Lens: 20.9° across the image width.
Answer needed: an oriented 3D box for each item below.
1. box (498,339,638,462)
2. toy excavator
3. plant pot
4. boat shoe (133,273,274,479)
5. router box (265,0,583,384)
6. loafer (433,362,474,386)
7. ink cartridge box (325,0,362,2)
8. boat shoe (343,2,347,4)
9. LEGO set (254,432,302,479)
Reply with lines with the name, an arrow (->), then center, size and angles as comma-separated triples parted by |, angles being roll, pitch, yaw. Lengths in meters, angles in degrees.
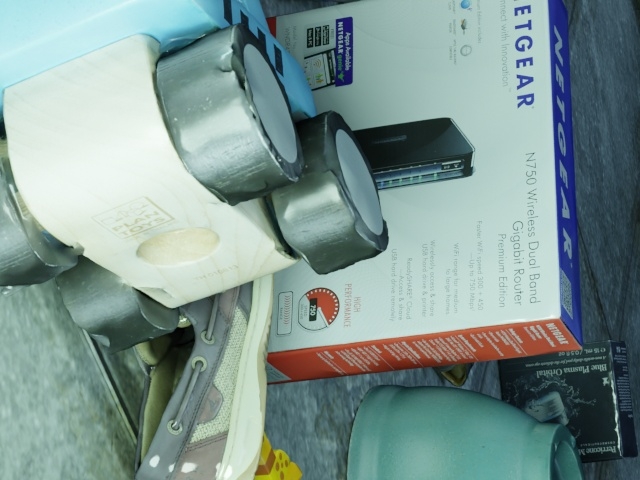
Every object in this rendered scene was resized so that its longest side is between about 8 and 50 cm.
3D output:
box -> 0.330, 0.218, 2.308 | 0.093, 0.156, 0.158 | 11, 72, -68
toy excavator -> -0.167, -0.198, 1.157 | 0.433, 0.222, 0.445 | 40, 32, -60
plant pot -> 0.170, 0.286, 1.804 | 0.293, 0.196, 0.293 | -8, 90, -70
boat shoe -> -0.097, 0.075, 1.326 | 0.092, 0.103, 0.285 | 21, 47, -25
router box -> 0.069, -0.056, 1.523 | 0.082, 0.301, 0.335 | 46, 40, -58
loafer -> 0.146, 0.122, 2.001 | 0.170, 0.062, 0.061 | 37, 53, -60
ink cartridge box -> 0.016, -0.312, 1.736 | 0.231, 0.078, 0.134 | -5, 86, -46
boat shoe -> 0.109, -0.225, 1.966 | 0.335, 0.112, 0.095 | 63, 32, -33
LEGO set -> -0.072, 0.195, 1.356 | 0.227, 0.087, 0.093 | -73, 148, -52
